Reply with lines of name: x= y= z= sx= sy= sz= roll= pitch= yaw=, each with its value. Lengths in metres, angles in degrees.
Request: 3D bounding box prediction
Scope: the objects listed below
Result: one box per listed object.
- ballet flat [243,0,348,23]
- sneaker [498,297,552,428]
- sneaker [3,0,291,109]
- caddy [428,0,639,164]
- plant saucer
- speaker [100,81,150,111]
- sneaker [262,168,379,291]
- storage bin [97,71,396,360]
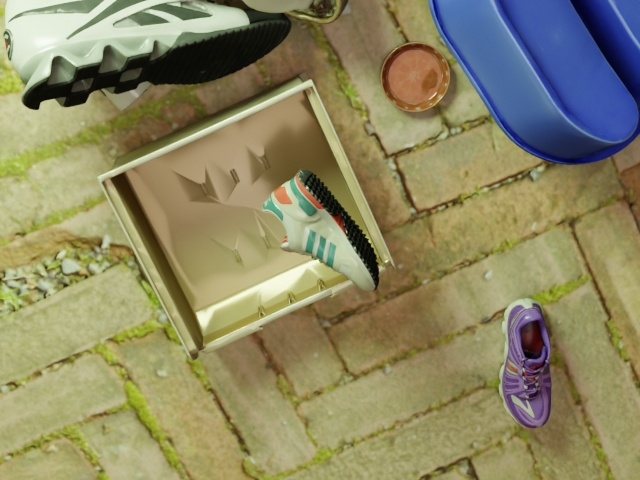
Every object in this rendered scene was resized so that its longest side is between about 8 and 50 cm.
ballet flat: x=-0.116 y=-0.313 z=1.553 sx=0.342 sy=0.124 sz=0.116 roll=19 pitch=128 yaw=-22
sneaker: x=0.257 y=0.159 z=1.777 sx=0.068 sy=0.071 sz=0.170 roll=-9 pitch=107 yaw=-2
sneaker: x=-0.189 y=-0.248 z=1.579 sx=0.330 sy=0.122 sz=0.146 roll=-12 pitch=71 yaw=-30
caddy: x=0.273 y=-0.250 z=1.613 sx=0.241 sy=0.179 sz=0.341 roll=-36 pitch=100 yaw=-16
plant saucer: x=0.112 y=-0.194 z=1.696 sx=0.083 sy=0.013 sz=0.084 roll=-1 pitch=105 yaw=-5
speaker: x=-0.255 y=-0.213 z=1.638 sx=0.055 sy=0.055 sz=0.136 roll=-42 pitch=105 yaw=7
sneaker: x=0.000 y=0.000 z=1.600 sx=0.075 sy=0.057 sz=0.161 roll=-31 pitch=108 yaw=21
storage bin: x=-0.081 y=-0.025 z=1.670 sx=0.262 sy=0.123 sz=0.260 roll=-25 pitch=106 yaw=2
